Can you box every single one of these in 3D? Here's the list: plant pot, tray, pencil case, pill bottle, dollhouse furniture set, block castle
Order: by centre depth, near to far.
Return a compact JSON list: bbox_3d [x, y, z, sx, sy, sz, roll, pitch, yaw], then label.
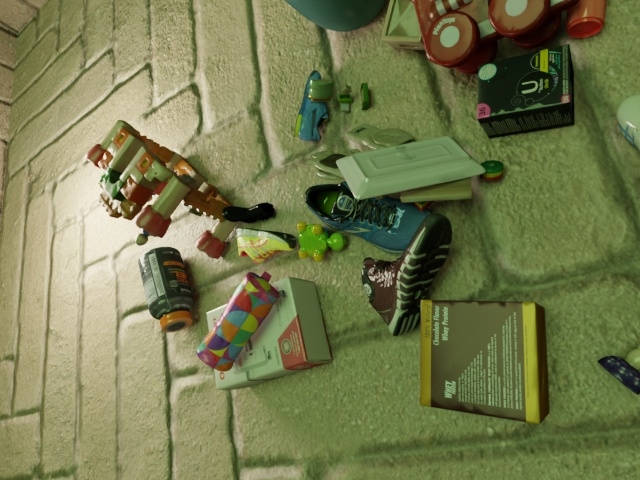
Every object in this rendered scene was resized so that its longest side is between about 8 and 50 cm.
[{"bbox_3d":[0.178,-0.159,0.874,0.271,0.030,0.145,-13,42,-9],"label":"tray"},{"bbox_3d":[-0.185,0.183,0.990,0.104,0.104,0.236,40,99,34],"label":"pencil case"},{"bbox_3d":[0.043,-0.684,1.104,0.293,0.235,0.292,-8,75,32],"label":"plant pot"},{"bbox_3d":[0.045,-0.365,1.105,0.152,0.076,0.058,0,72,-2],"label":"dollhouse furniture set"},{"bbox_3d":[-0.476,-0.138,1.284,0.453,0.303,0.212,41,96,33],"label":"block castle"},{"bbox_3d":[-0.459,0.150,1.305,0.131,0.131,0.245,-37,61,22],"label":"pill bottle"}]

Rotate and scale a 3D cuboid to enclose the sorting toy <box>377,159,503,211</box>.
[{"bbox_3d":[0.231,-0.106,0.891,0.275,0.046,0.132,-1,35,18],"label":"sorting toy"}]

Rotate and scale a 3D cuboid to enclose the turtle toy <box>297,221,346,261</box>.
[{"bbox_3d":[0.000,0.000,1.070,0.130,0.066,0.095,11,111,35],"label":"turtle toy"}]

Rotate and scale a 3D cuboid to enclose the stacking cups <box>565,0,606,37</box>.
[{"bbox_3d":[0.518,-0.559,0.842,0.096,0.096,0.315,5,82,35],"label":"stacking cups"}]

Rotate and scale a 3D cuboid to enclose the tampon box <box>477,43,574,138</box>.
[{"bbox_3d":[0.401,-0.285,0.849,0.161,0.102,0.120,-2,77,34],"label":"tampon box"}]

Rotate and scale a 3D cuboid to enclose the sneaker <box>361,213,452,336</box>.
[{"bbox_3d":[0.154,0.048,0.898,0.162,0.107,0.281,41,126,43],"label":"sneaker"}]

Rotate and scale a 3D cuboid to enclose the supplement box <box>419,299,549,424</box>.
[{"bbox_3d":[0.295,0.208,0.785,0.194,0.129,0.191,-4,77,33],"label":"supplement box"}]

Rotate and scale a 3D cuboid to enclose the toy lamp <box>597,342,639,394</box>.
[{"bbox_3d":[0.560,0.118,0.662,0.080,0.080,0.274,46,106,33],"label":"toy lamp"}]

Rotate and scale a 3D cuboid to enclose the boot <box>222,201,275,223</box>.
[{"bbox_3d":[-0.193,-0.079,1.191,0.099,0.121,0.045,-15,73,37],"label":"boot"}]

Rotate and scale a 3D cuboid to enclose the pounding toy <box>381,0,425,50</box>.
[{"bbox_3d":[0.220,-0.535,1.048,0.141,0.100,0.129,23,106,37],"label":"pounding toy"}]

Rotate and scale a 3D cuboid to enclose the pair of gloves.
[{"bbox_3d":[0.104,-0.192,0.988,0.204,0.042,0.240,23,48,37],"label":"pair of gloves"}]

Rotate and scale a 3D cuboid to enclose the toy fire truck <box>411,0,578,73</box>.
[{"bbox_3d":[0.324,-0.490,0.851,0.303,0.170,0.253,-14,94,39],"label":"toy fire truck"}]

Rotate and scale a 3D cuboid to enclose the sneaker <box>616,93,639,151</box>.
[{"bbox_3d":[0.574,-0.155,0.713,0.085,0.086,0.237,-30,62,27],"label":"sneaker"}]

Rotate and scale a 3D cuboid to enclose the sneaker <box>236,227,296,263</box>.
[{"bbox_3d":[-0.147,0.019,1.166,0.209,0.082,0.094,7,89,41],"label":"sneaker"}]

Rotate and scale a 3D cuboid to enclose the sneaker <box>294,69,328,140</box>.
[{"bbox_3d":[-0.012,-0.363,1.179,0.082,0.069,0.209,10,74,3],"label":"sneaker"}]

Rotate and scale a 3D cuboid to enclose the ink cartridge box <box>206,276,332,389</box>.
[{"bbox_3d":[-0.135,0.237,1.073,0.283,0.117,0.207,-25,66,26],"label":"ink cartridge box"}]

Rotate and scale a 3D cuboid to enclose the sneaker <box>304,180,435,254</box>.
[{"bbox_3d":[0.097,-0.056,0.971,0.330,0.147,0.129,15,88,34],"label":"sneaker"}]
